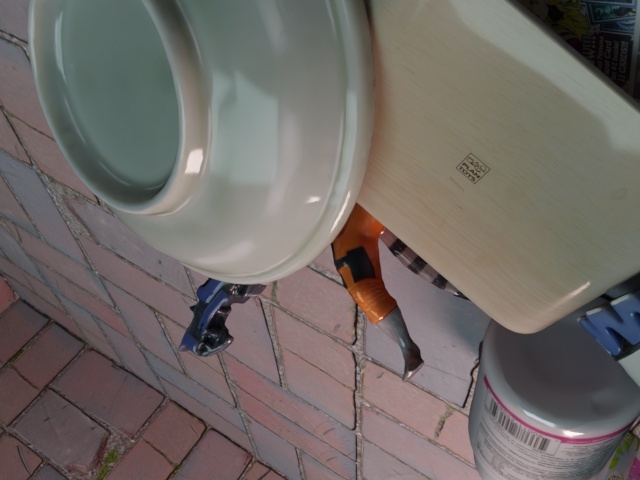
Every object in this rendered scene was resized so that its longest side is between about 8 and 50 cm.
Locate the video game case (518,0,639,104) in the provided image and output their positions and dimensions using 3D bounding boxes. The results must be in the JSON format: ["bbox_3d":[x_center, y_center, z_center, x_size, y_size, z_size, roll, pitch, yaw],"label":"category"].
[{"bbox_3d":[0.202,-0.118,0.468,0.210,0.042,0.232,19,146,34],"label":"video game case"}]

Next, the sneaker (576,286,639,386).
[{"bbox_3d":[0.323,0.085,0.458,0.182,0.127,0.315,63,169,15],"label":"sneaker"}]

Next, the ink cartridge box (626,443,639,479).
[{"bbox_3d":[0.352,0.259,0.513,0.207,0.353,0.119,-3,131,51],"label":"ink cartridge box"}]

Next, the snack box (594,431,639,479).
[{"bbox_3d":[0.370,0.316,0.799,0.100,0.141,0.037,40,153,-2],"label":"snack box"}]

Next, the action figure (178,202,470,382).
[{"bbox_3d":[0.000,0.000,0.700,0.330,0.341,0.178,37,-164,18],"label":"action figure"}]

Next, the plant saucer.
[{"bbox_3d":[-0.141,-0.135,0.544,0.400,0.100,0.400,21,123,35],"label":"plant saucer"}]

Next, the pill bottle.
[{"bbox_3d":[0.251,0.191,0.737,0.160,0.160,0.283,25,149,24],"label":"pill bottle"}]

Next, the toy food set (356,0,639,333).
[{"bbox_3d":[0.133,-0.079,0.495,0.306,0.092,0.219,40,142,0],"label":"toy food set"}]
